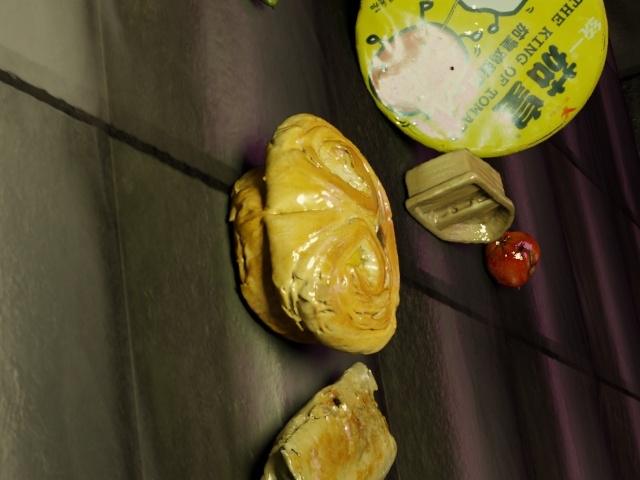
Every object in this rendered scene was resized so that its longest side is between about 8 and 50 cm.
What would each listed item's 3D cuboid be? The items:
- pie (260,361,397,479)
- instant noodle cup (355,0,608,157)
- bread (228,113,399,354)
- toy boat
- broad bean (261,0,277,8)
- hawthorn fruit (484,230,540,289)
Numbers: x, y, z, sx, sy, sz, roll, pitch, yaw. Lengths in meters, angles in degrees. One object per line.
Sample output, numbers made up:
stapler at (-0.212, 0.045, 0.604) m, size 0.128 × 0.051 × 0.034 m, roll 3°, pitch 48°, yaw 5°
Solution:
pie at (0.013, 0.202, 1.221) m, size 0.282 × 0.068 × 0.129 m, roll -29°, pitch 102°, yaw -67°
instant noodle cup at (0.217, -0.307, 1.755) m, size 0.325 × 0.325 × 0.254 m, roll 63°, pitch 17°, yaw -22°
bread at (0.001, 0.001, 1.273) m, size 0.198 × 0.120 × 0.236 m, roll 37°, pitch 42°, yaw -52°
toy boat at (0.195, -0.055, 1.747) m, size 0.188 × 0.116 × 0.061 m, roll 35°, pitch 37°, yaw -53°
broad bean at (-0.102, -0.401, 1.377) m, size 0.075 × 0.067 × 0.325 m, roll 27°, pitch -40°, yaw 62°
hawthorn fruit at (0.291, 0.031, 1.939) m, size 0.093 × 0.093 × 0.093 m, roll 46°, pitch 35°, yaw -46°
